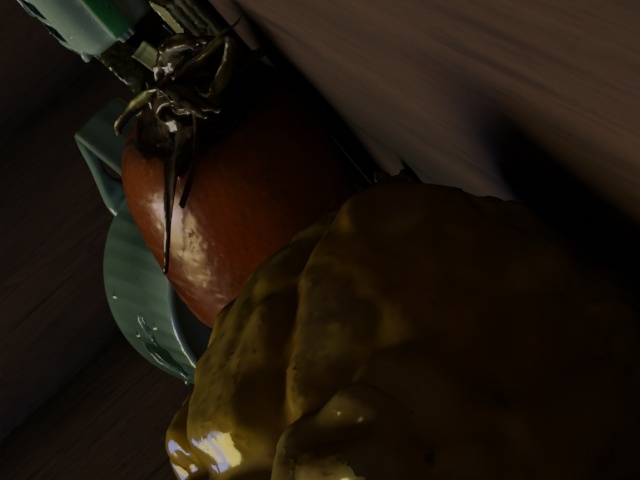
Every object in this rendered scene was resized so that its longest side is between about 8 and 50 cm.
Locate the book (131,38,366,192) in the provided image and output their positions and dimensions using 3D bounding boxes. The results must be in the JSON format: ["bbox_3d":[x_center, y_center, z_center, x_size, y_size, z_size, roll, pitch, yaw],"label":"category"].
[{"bbox_3d":[-0.068,-0.122,1.873,0.215,0.025,0.283,30,-176,-26],"label":"book"}]

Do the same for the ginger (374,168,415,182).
[{"bbox_3d":[0.139,0.061,1.422,0.290,0.084,0.122,50,157,25],"label":"ginger"}]

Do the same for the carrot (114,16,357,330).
[{"bbox_3d":[-0.079,-0.048,1.637,0.193,0.214,0.331,25,144,51],"label":"carrot"}]

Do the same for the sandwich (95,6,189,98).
[{"bbox_3d":[-0.238,-0.264,2.192,0.212,0.109,0.292,42,-177,-34],"label":"sandwich"}]

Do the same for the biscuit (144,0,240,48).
[{"bbox_3d":[-0.121,-0.207,1.831,0.121,0.040,0.199,46,179,-16],"label":"biscuit"}]

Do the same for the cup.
[{"bbox_3d":[-0.124,0.028,2.147,0.401,0.310,0.392,18,179,-13],"label":"cup"}]

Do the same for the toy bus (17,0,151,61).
[{"bbox_3d":[-0.304,-0.329,1.958,0.165,0.133,0.276,45,178,46],"label":"toy bus"}]

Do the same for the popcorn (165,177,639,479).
[{"bbox_3d":[0.070,0.160,1.009,0.344,0.354,0.390,27,-173,-31],"label":"popcorn"}]
